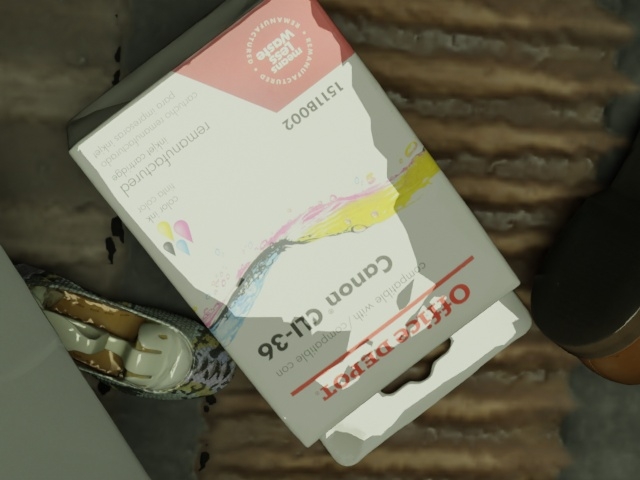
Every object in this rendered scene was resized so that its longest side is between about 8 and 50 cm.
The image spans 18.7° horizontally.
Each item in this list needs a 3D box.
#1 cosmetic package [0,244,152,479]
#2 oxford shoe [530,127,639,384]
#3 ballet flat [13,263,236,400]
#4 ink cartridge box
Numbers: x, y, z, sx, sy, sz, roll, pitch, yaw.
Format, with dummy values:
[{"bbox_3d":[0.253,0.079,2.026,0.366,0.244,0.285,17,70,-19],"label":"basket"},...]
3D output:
[{"bbox_3d":[-0.181,0.039,0.732,0.127,0.107,0.238,-39,119,-26],"label":"cosmetic package"},{"bbox_3d":[0.179,-0.028,0.835,0.212,0.076,0.076,-49,135,2],"label":"oxford shoe"},{"bbox_3d":[-0.089,0.044,0.815,0.114,0.041,0.041,21,99,-13],"label":"ballet flat"},{"bbox_3d":[0.000,0.000,0.803,0.115,0.067,0.198,-38,106,1],"label":"ink cartridge box"}]
